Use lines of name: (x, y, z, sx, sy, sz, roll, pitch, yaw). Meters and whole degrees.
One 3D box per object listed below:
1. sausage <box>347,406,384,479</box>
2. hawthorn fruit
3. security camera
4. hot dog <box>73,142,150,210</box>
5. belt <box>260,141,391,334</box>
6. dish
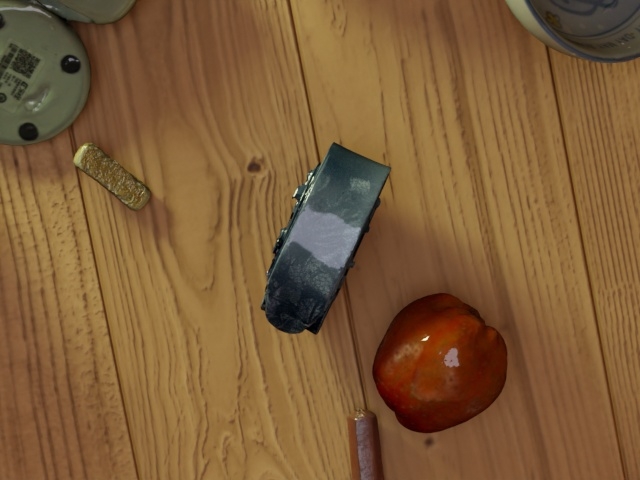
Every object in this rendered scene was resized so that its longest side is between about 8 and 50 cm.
sausage: (0.049, 0.244, 1.897, 0.030, 0.035, 0.147, -4, 93, 24)
hawthorn fruit: (0.117, 0.126, 1.836, 0.133, 0.133, 0.138, 44, 98, -1)
security camera: (-0.275, -0.236, 1.860, 0.157, 0.080, 0.301, 29, 107, -14)
hot dog: (-0.216, -0.066, 1.890, 0.090, 0.034, 0.030, 39, 85, -19)
belt: (0.000, 0.000, 1.827, 0.082, 0.141, 0.190, 24, 98, 3)
dish: (0.241, -0.310, 1.790, 0.273, 0.134, 0.273, -4, 97, -36)
